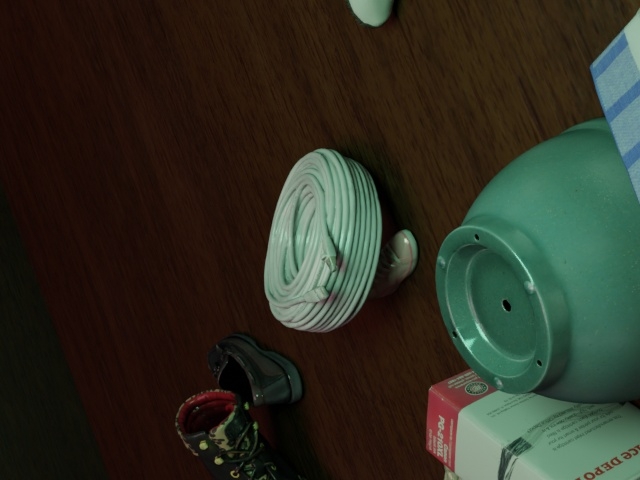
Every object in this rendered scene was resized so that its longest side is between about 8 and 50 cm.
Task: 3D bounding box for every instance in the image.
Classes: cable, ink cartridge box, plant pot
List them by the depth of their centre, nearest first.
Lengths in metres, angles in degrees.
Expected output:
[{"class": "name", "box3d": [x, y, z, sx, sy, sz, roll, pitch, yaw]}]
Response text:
[{"class": "plant pot", "box3d": [0.242, 0.041, 1.081, 0.293, 0.196, 0.293, 39, 139, 46]}, {"class": "ink cartridge box", "box3d": [0.258, 0.229, 1.196, 0.237, 0.172, 0.100, 36, 135, 46]}, {"class": "cable", "box3d": [0.000, 0.000, 1.506, 0.257, 0.089, 0.257, 138, 139, -59]}]

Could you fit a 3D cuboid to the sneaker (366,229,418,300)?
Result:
[{"class": "sneaker", "box3d": [0.084, 0.040, 1.488, 0.051, 0.070, 0.134, 59, 147, 24]}]

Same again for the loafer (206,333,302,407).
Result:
[{"class": "loafer", "box3d": [-0.146, 0.240, 1.962, 0.302, 0.095, 0.109, 9, 113, 58]}]

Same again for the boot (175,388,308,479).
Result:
[{"class": "boot", "box3d": [-0.095, 0.409, 1.853, 0.284, 0.138, 0.377, 56, 163, -20]}]

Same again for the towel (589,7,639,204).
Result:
[{"class": "towel", "box3d": [0.333, -0.164, 0.901, 0.285, 0.034, 0.209, 126, 143, -49]}]

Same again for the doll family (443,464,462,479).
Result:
[{"class": "doll family", "box3d": [0.265, 0.344, 1.341, 0.263, 0.118, 0.163, 9, 109, 38]}]

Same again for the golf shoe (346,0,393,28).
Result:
[{"class": "golf shoe", "box3d": [0.079, -0.337, 1.277, 0.094, 0.077, 0.198, 40, 139, 43]}]
